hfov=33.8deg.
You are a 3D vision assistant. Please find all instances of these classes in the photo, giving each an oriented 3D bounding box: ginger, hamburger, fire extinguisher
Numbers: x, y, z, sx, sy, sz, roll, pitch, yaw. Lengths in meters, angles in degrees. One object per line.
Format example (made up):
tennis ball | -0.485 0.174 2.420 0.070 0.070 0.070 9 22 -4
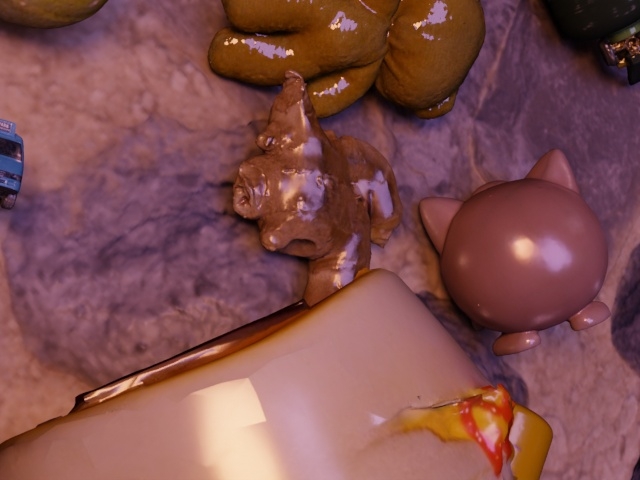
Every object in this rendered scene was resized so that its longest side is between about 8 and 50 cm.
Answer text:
ginger | -0.008 0.004 0.727 0.133 0.059 0.214 24 72 -36
hamburger | -0.030 0.138 0.562 0.294 0.276 0.179 -23 84 -15
fire extinguisher | 0.212 -0.269 0.890 0.095 0.114 0.311 -27 98 7

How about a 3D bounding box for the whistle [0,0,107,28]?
whistle | -0.149 -0.211 0.639 0.123 0.123 0.223 47 47 -18

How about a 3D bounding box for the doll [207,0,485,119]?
doll | 0.020 -0.156 0.753 0.210 0.097 0.137 3 120 -26

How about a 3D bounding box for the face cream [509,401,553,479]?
face cream | 0.086 0.244 0.737 0.078 0.078 0.273 35 66 -24

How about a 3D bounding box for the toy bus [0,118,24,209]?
toy bus | -0.196 -0.039 0.593 0.038 0.083 0.046 16 72 -32

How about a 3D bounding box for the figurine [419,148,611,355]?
figurine | 0.152 0.011 0.796 0.125 0.125 0.138 -17 80 -34
